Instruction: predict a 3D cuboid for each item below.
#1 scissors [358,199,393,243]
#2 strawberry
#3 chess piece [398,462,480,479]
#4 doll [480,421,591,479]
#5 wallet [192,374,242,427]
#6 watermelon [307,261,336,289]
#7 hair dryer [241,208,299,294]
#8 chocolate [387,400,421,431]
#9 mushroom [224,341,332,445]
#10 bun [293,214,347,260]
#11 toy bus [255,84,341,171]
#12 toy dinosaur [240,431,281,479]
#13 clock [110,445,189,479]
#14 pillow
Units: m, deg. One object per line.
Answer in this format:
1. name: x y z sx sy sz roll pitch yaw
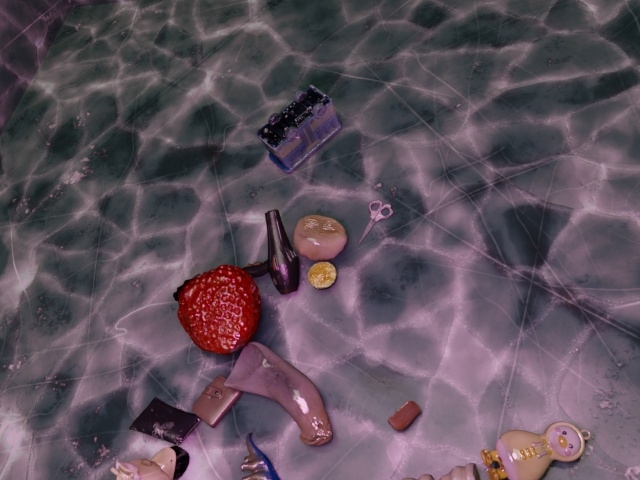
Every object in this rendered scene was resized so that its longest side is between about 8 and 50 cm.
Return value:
1. scissors: 0.187 -0.064 2.187 0.100 0.015 0.189 25 72 27
2. strawberry: -0.327 0.250 2.028 0.291 0.292 0.310 -28 72 1
3. chess piece: 0.315 0.689 1.632 0.243 0.133 0.133 -14 57 16
4. doll: 0.584 0.563 1.614 0.296 0.117 0.141 -23 59 4
5. wallet: -0.345 0.529 1.991 0.118 0.039 0.153 27 67 29
6. watermelon: 0.009 0.129 2.102 0.105 0.062 0.106 -4 61 8
7. hair dryer: -0.247 0.071 2.173 0.359 0.120 0.304 -18 88 26
8. chocolate: 0.255 0.529 1.799 0.100 0.031 0.064 -42 39 -13
9. mushroom: -0.108 0.484 1.894 0.397 0.126 0.177 27 82 29
10. bun: 0.000 0.000 2.140 0.193 0.128 0.178 9 36 7
11. toy bus: -0.084 -0.447 2.400 0.312 0.190 0.152 -42 57 -9
12. toy dinosaur: -0.147 0.690 1.833 0.188 0.075 0.248 -11 52 1
13. clock: -0.552 0.781 1.780 0.120 0.276 0.379 17 70 27
14. pillow: -0.511 0.601 1.984 0.208 0.055 0.141 12 39 25
